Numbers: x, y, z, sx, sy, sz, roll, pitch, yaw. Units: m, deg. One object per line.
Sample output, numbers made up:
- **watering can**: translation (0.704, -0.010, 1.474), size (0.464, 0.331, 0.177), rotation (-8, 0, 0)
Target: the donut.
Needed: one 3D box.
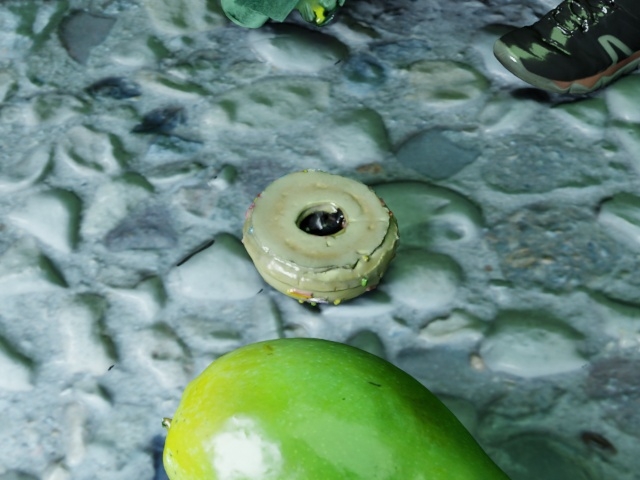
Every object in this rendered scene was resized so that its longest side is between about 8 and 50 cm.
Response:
- **donut**: translation (0.000, 0.000, 1.513), size (0.174, 0.068, 0.174), rotation (3, 45, -3)

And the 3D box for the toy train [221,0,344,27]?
- **toy train**: translation (0.003, -0.468, 1.727), size (0.179, 0.442, 0.272), rotation (18, 45, -27)

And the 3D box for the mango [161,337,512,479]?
- **mango**: translation (0.044, 0.219, 1.212), size (0.382, 0.201, 0.225), rotation (25, 40, 17)

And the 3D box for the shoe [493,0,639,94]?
- **shoe**: translation (0.354, -0.278, 1.749), size (0.291, 0.137, 0.114), rotation (-22, 50, -21)
